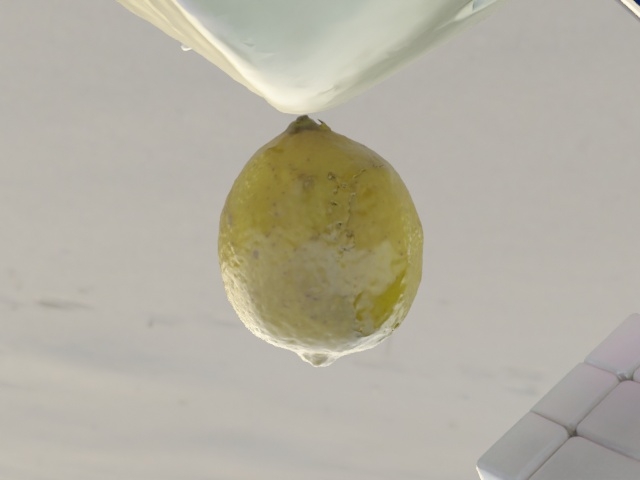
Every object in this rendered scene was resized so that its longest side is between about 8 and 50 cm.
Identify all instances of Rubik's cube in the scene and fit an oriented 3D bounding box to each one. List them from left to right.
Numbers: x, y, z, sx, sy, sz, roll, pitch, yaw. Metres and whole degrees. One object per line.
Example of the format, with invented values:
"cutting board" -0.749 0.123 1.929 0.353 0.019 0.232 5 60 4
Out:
"Rubik's cube" 0.434 0.329 1.957 0.319 0.316 0.322 20 141 49

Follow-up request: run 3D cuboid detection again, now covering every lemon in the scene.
"lemon" 0.000 0.000 1.975 0.253 0.310 0.253 -5 -171 1

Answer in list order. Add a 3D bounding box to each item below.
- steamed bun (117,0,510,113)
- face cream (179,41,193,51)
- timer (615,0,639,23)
"steamed bun" 0.027 -0.245 0.740 0.290 0.371 0.456 45 -168 -18
"face cream" -0.142 -0.341 1.734 0.082 0.269 0.082 -13 -178 1
"timer" 0.252 -0.416 1.593 0.383 0.270 0.270 33 169 1
